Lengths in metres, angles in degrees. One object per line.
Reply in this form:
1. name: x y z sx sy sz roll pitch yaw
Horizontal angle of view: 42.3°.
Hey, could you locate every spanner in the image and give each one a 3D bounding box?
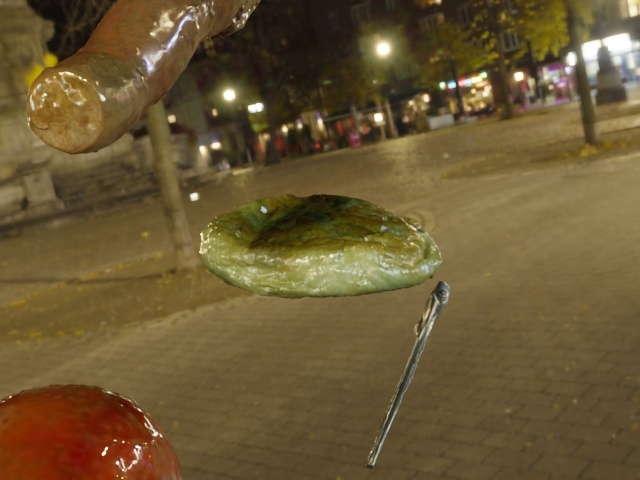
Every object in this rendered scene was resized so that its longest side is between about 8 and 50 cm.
1. spanner: 0.130 0.188 1.205 0.093 0.026 0.325 111 -175 -56

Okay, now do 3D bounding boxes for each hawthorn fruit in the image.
1. hawthorn fruit: -0.249 0.271 0.693 0.300 0.275 0.275 -25 4 15

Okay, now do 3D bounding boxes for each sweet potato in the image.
1. sweet potato: -0.096 -0.185 0.593 0.109 0.109 0.385 -11 38 15

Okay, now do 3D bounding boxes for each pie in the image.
1. pie: 0.000 0.000 0.961 0.277 0.078 0.277 -2 16 1
